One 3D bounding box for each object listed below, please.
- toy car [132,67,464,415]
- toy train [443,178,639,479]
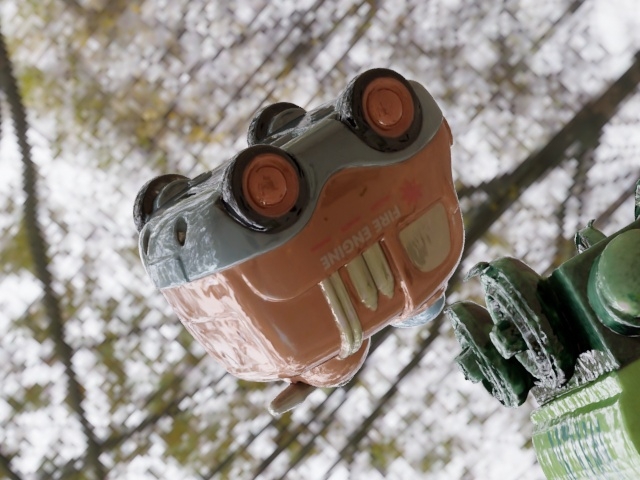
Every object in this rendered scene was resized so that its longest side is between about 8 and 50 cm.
[{"bbox_3d":[0.000,0.000,1.388,0.270,0.180,0.212,-36,-78,-29],"label":"toy car"},{"bbox_3d":[0.137,0.066,0.763,0.157,0.105,0.253,59,173,8],"label":"toy train"}]
